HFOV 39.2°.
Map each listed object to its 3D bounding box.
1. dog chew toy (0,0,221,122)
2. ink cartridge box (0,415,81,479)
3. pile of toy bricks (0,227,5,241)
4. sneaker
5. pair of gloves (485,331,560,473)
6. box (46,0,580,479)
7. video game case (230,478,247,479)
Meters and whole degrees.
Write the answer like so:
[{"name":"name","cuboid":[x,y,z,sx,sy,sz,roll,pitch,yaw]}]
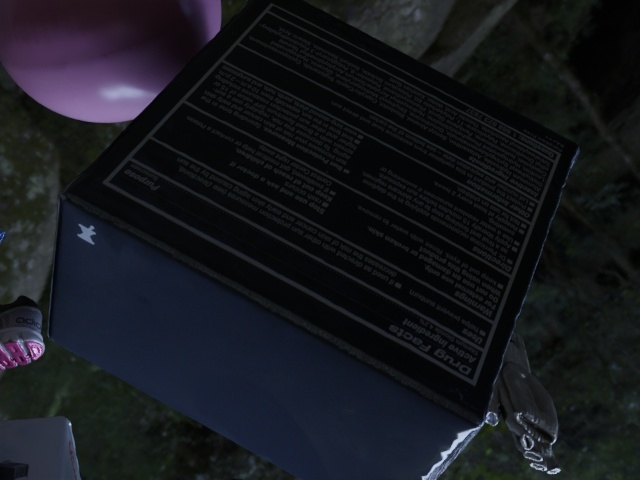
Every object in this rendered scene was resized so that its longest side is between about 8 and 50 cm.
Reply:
[{"name":"dog chew toy","cuboid":[-0.210,-0.269,0.760,0.206,0.332,0.206,-10,-144,7]},{"name":"ink cartridge box","cuboid":[-0.348,0.372,1.046,0.273,0.114,0.197,-101,-168,-50]},{"name":"pile of toy bricks","cuboid":[-0.468,0.010,1.024,0.118,0.105,0.212,-55,174,29]},{"name":"sneaker","cuboid":[-0.368,0.102,0.965,0.170,0.063,0.075,-14,-130,16]},{"name":"pair of gloves","cuboid":[0.165,0.145,0.992,0.042,0.240,0.204,-47,-145,25]},{"name":"box","cuboid":[0.000,0.000,0.687,0.294,0.296,0.183,-58,174,-43]},{"name":"video game case","cuboid":[-0.133,0.470,1.099,0.248,0.035,0.275,-90,-162,-45]}]
